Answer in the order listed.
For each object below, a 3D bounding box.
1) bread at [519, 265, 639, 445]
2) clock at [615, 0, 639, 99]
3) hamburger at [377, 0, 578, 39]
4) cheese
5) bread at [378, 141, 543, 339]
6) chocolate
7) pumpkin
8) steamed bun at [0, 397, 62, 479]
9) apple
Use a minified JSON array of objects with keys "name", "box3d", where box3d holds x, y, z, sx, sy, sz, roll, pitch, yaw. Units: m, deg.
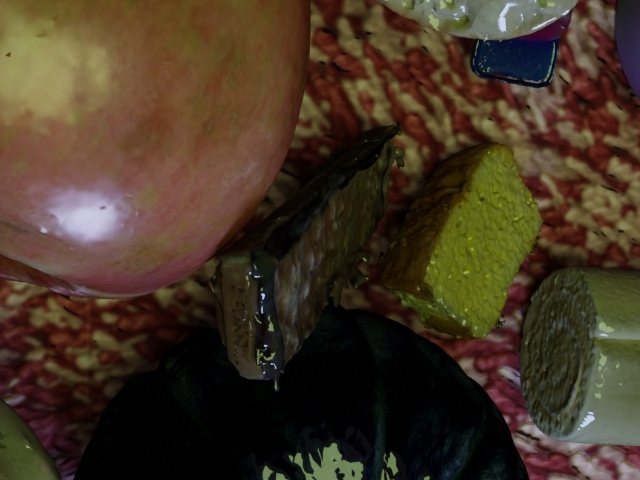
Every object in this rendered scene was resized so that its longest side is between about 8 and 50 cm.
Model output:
[{"name":"bread","box3d":[0.256,0.097,1.245,0.141,0.134,0.148,6,112,-19]},{"name":"clock","box3d":[0.406,-0.219,1.232,0.338,0.102,0.339,-2,101,-12]},{"name":"hamburger","box3d":[0.065,-0.363,1.037,0.445,0.268,0.287,40,47,-7]},{"name":"cheese","box3d":[0.178,-0.245,1.191,0.155,0.062,0.244,9,100,-17]},{"name":"bread","box3d":[0.112,0.004,1.183,0.103,0.065,0.187,56,41,-29]},{"name":"chocolate","box3d":[-0.006,-0.003,1.083,0.065,0.329,0.102,3,111,18]},{"name":"pumpkin","box3d":[-0.013,0.222,1.139,0.363,0.266,0.364,-2,98,-11]},{"name":"steamed bun","box3d":[-0.301,0.252,1.060,0.247,0.339,0.352,4,107,-44]},{"name":"apple","box3d":[-0.186,-0.139,0.974,0.363,0.364,0.364,-3,102,-13]}]
